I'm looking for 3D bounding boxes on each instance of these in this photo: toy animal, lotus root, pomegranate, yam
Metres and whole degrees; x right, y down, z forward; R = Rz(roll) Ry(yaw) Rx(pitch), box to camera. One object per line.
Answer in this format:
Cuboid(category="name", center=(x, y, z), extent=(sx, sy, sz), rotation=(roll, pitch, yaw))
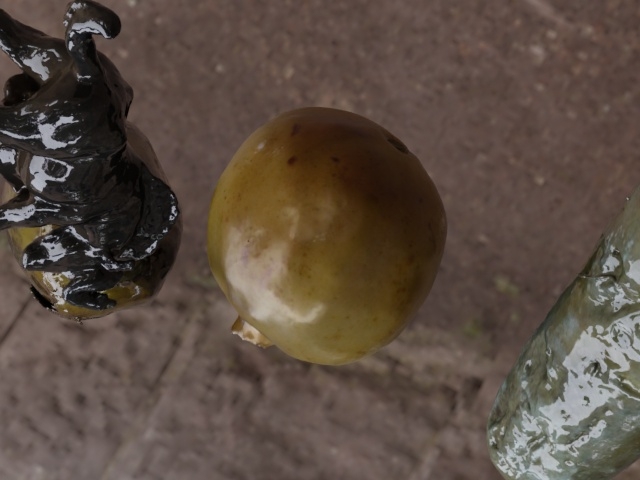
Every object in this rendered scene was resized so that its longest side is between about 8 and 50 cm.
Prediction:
Cuboid(category="toy animal", center=(-0.146, -0.056, 0.886), extent=(0.148, 0.084, 0.233), rotation=(7, 141, -2))
Cuboid(category="lotus root", center=(-0.230, -0.033, 1.686), extent=(0.397, 0.179, 0.196), rotation=(-139, 41, -75))
Cuboid(category="pomegranate", center=(0.006, -0.005, 1.483), extent=(0.233, 0.233, 0.233), rotation=(23, 153, 13))
Cuboid(category="yam", center=(0.206, 0.055, 1.064), extent=(0.133, 0.133, 0.330), rotation=(31, 132, -2))
